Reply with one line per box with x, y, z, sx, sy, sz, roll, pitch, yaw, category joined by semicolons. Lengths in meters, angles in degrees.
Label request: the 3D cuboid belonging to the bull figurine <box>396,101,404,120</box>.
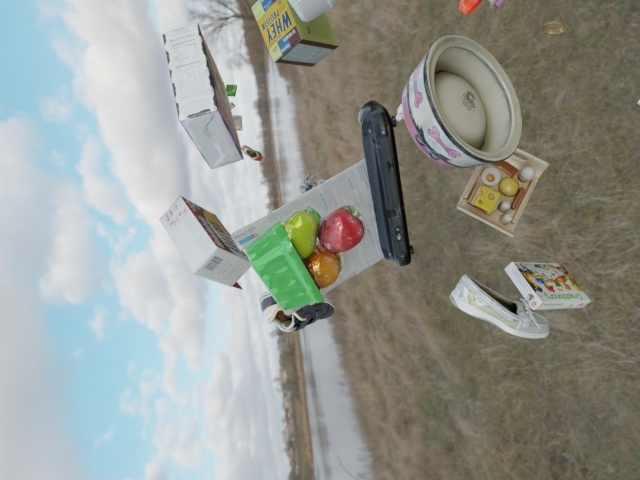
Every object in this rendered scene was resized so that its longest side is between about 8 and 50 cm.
0.502;-0.647;2.200;0.101;0.310;0.188;39;170;47;bull figurine

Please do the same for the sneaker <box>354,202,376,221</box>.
0.191;-0.084;1.601;0.258;0.094;0.091;57;-169;-15;sneaker

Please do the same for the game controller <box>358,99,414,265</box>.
0.129;-0.109;0.901;0.166;0.067;0.318;-85;-16;-62;game controller

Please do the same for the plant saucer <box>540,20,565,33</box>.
0.857;-0.786;1.684;0.083;0.084;0.015;-148;70;-84;plant saucer

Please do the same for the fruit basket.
0.000;0.000;1.135;0.165;0.353;0.327;48;170;46;fruit basket

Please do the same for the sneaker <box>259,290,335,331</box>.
-0.078;0.280;1.723;0.126;0.321;0.127;-55;38;34;sneaker

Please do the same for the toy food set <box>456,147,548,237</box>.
0.650;-0.190;1.636;0.306;0.220;0.092;-60;-6;-10;toy food set

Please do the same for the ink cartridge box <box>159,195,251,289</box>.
-0.399;0.014;1.683;0.309;0.130;0.272;47;-173;33;ink cartridge box

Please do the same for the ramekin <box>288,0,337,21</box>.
-0.055;-0.704;1.251;0.207;0.109;0.207;52;-167;-17;ramekin

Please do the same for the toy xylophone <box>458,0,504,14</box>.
0.337;-0.679;1.004;0.323;0.236;0.081;43;-158;-11;toy xylophone

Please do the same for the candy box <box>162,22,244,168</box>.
-0.213;-0.259;0.841;0.165;0.070;0.196;74;180;-69;candy box

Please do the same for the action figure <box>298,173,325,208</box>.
-0.007;-0.147;1.828;0.285;0.099;0.185;53;-128;-44;action figure

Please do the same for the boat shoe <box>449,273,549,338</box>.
0.566;0.206;1.415;0.118;0.321;0.103;-61;-7;-66;boat shoe

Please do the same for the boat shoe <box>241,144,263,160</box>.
-0.317;-0.408;2.171;0.043;0.049;0.137;42;-171;38;boat shoe

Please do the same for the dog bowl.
0.425;-0.405;1.404;0.150;0.408;0.407;-25;71;57;dog bowl

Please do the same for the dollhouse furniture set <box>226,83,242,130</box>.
-0.314;-0.463;1.606;0.058;0.076;0.151;-96;7;-46;dollhouse furniture set

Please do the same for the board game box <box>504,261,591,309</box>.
0.873;0.172;1.758;0.053;0.306;0.192;-60;39;39;board game box

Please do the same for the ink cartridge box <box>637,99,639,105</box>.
0.836;-0.346;1.007;0.190;0.140;0.082;-59;23;24;ink cartridge box

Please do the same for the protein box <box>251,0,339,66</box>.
-0.080;-0.701;1.504;0.201;0.136;0.199;-20;-93;-50;protein box
